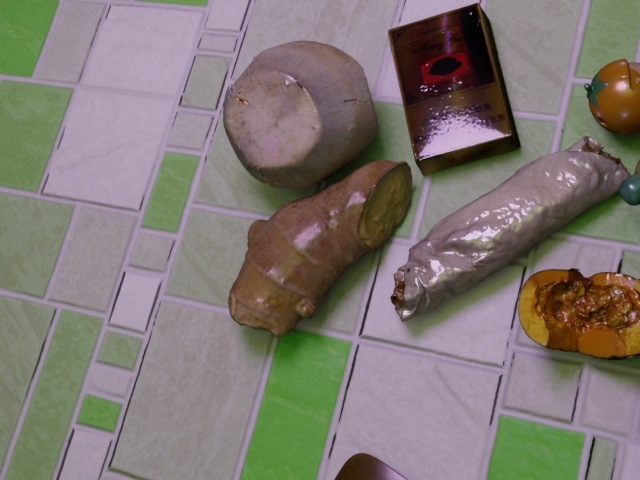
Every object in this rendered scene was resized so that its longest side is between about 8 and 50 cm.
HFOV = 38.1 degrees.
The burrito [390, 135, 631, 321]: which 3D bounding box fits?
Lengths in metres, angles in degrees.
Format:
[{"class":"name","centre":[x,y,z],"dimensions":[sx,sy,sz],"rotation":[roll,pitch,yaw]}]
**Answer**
[{"class":"burrito","centre":[0.262,-0.022,1.348],"dimensions":[0.392,0.076,0.117],"rotation":[-33,59,3]}]

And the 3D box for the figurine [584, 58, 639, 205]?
[{"class":"figurine","centre":[0.487,-0.195,1.300],"dimensions":[0.222,0.124,0.324],"rotation":[-3,67,16]}]

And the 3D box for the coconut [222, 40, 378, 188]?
[{"class":"coconut","centre":[-0.027,-0.194,1.431],"dimensions":[0.227,0.230,0.227],"rotation":[6,104,23]}]

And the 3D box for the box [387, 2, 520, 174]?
[{"class":"box","centre":[0.205,-0.236,1.442],"dimensions":[0.159,0.071,0.240],"rotation":[-15,69,16]}]

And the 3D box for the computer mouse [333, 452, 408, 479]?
[{"class":"computer mouse","centre":[0.101,0.378,1.283],"dimensions":[0.199,0.045,0.102],"rotation":[33,87,26]}]

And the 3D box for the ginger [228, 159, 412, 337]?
[{"class":"ginger","centre":[0.000,0.000,1.406],"dimensions":[0.354,0.126,0.190],"rotation":[-36,54,1]}]

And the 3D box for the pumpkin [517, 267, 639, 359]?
[{"class":"pumpkin","centre":[0.362,0.098,1.254],"dimensions":[0.184,0.107,0.118],"rotation":[9,83,14]}]
